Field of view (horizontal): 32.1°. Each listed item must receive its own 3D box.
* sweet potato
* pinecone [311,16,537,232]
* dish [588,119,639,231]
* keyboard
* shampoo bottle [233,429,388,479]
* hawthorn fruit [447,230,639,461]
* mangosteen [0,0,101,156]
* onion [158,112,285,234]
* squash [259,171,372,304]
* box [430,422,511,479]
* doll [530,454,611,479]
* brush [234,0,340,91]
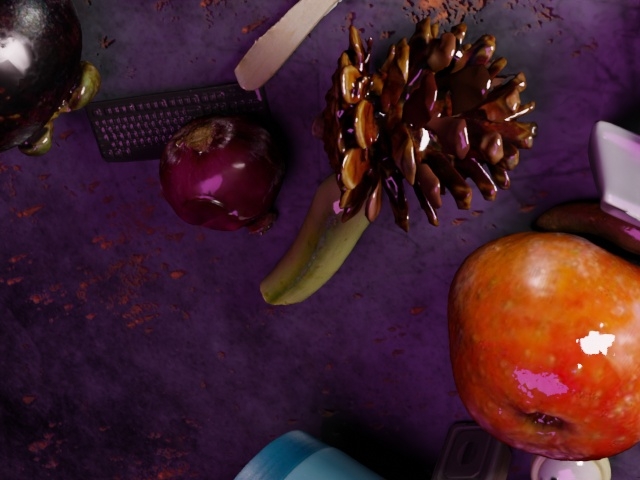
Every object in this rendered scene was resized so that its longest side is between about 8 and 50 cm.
[{"bbox_3d":[0.375,-0.006,1.309,0.255,0.058,0.078,19,145,22],"label":"sweet potato"},{"bbox_3d":[0.119,-0.137,1.260,0.264,0.264,0.264,13,122,21],"label":"pinecone"},{"bbox_3d":[0.391,-0.035,1.199,0.243,0.182,0.080,25,89,13],"label":"dish"},{"bbox_3d":[-0.243,-0.161,1.553,0.381,0.041,0.103,-2,116,28],"label":"keyboard"},{"bbox_3d":[0.032,0.493,1.568,0.343,0.331,0.331,28,127,23],"label":"shampoo bottle"},{"bbox_3d":[0.285,0.118,1.305,0.284,0.284,0.284,13,122,21],"label":"hawthorn fruit"},{"bbox_3d":[-0.436,-0.239,1.482,0.288,0.288,0.288,13,122,21],"label":"mangosteen"},{"bbox_3d":[-0.121,-0.062,1.476,0.173,0.135,0.198,-13,126,31],"label":"onion"},{"bbox_3d":[0.000,0.000,1.498,0.083,0.083,0.250,37,131,4],"label":"squash"},{"bbox_3d":[0.213,0.313,1.537,0.089,0.122,0.062,-8,125,31],"label":"box"},{"bbox_3d":[0.321,0.375,1.511,0.141,0.117,0.296,14,123,17],"label":"doll"},{"bbox_3d":[-0.001,-0.294,1.360,0.085,0.020,0.336,49,125,-2],"label":"brush"}]
